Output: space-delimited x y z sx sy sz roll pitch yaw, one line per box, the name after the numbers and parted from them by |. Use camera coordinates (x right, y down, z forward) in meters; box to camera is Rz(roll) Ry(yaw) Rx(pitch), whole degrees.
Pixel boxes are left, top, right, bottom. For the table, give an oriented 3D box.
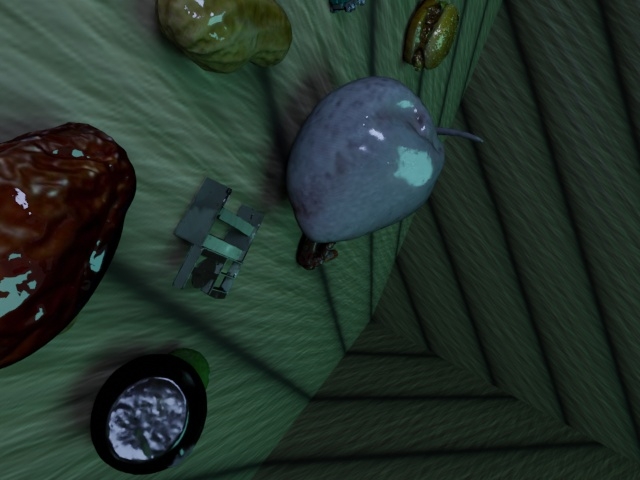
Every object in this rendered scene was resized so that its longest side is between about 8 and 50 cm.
-0.179 0.004 0.697 0.175 0.063 0.146 -63 162 -6 | table

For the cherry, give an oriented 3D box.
0.086 -0.162 0.840 0.335 0.291 0.326 -22 143 -25 | cherry

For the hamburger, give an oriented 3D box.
0.320 -0.583 1.184 0.190 0.118 0.182 -61 159 8 | hamburger

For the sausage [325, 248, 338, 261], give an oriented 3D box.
0.022 0.053 1.363 0.129 0.034 0.034 -16 129 -67 | sausage

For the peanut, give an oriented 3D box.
-0.106 -0.258 0.496 0.108 0.095 0.226 -56 172 31 | peanut

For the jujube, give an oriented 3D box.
-0.253 -0.007 0.342 0.168 0.168 0.236 92 24 -52 | jujube

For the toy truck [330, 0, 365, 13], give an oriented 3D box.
0.049 -0.446 0.750 0.083 0.039 0.044 -47 142 -37 | toy truck

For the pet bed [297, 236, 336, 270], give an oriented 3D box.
0.000 0.000 1.205 0.201 0.054 0.201 -51 162 -23 | pet bed

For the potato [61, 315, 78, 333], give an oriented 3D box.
-0.303 0.070 0.454 0.068 0.062 0.083 -24 121 -18 | potato

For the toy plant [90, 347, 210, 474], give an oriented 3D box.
-0.273 0.275 0.680 0.218 0.175 0.235 -47 -176 -25 | toy plant
